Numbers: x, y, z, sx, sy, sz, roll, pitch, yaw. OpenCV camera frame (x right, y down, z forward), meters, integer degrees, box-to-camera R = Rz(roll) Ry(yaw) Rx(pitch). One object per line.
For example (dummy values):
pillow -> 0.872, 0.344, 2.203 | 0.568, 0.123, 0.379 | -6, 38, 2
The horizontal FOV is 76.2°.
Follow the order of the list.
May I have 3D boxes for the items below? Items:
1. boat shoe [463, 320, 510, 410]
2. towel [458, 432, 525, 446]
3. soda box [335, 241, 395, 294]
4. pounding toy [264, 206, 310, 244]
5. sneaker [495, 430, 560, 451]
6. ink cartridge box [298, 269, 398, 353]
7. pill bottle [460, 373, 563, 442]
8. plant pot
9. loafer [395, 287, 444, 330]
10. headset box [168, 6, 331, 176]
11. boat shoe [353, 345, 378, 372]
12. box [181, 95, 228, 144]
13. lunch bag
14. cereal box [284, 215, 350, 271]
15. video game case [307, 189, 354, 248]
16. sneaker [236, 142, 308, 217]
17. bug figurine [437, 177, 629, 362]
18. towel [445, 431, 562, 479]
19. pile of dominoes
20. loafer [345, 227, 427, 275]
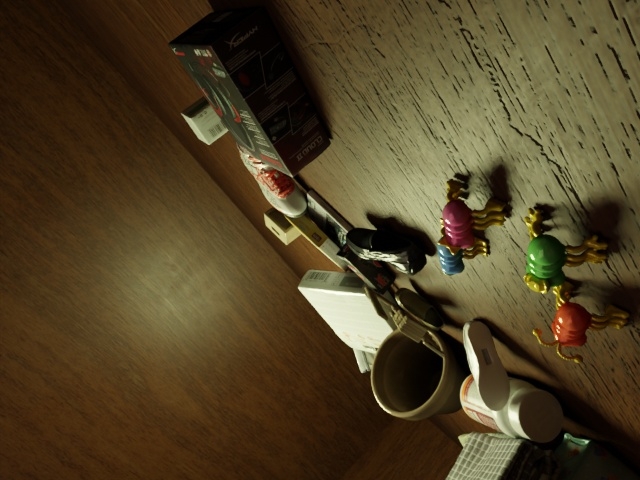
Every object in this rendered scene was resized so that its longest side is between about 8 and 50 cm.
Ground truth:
boat shoe -> 0.340, 0.259, 0.858 | 0.063, 0.066, 0.184 | 37, -147, -83
towel -> 0.529, 0.619, 1.029 | 0.312, 0.056, 0.324 | 42, 157, 12
soda box -> 0.123, 0.072, 1.100 | 0.169, 0.060, 0.053 | 43, 171, -24
pounding toy -> -0.112, -0.075, 1.373 | 0.141, 0.130, 0.100 | 42, 156, 23
sneaker -> 0.543, 0.525, 1.069 | 0.276, 0.098, 0.135 | 51, 168, -11
ink cartridge box -> 0.142, 0.259, 1.408 | 0.308, 0.091, 0.385 | -1, 136, 45
pill bottle -> 0.418, 0.367, 0.912 | 0.121, 0.121, 0.221 | 47, 166, 1
plant pot -> 0.319, 0.406, 1.206 | 0.229, 0.263, 0.263 | 31, 179, -33
loafer -> 0.255, 0.170, 1.026 | 0.148, 0.056, 0.050 | 36, 168, 1
headset box -> -0.121, -0.261, 0.767 | 0.218, 0.110, 0.293 | 34, 163, 47
boat shoe -> 0.184, 0.332, 1.650 | 0.136, 0.157, 0.367 | 67, -174, -72
box -> -0.343, -0.367, 1.237 | 0.087, 0.101, 0.102 | 35, 162, 46
lunch bag -> 0.528, 0.561, 0.796 | 0.223, 0.262, 0.160 | 41, 167, 17
cereal box -> 0.000, 0.000, 1.276 | 0.173, 0.047, 0.240 | 42, 179, 31
video game case -> 0.030, -0.048, 1.176 | 0.173, 0.022, 0.190 | 45, 168, 13
sneaker -> -0.135, -0.183, 1.110 | 0.270, 0.090, 0.145 | 52, 171, 8
bug figurine -> 0.243, 0.033, 0.544 | 0.279, 0.072, 0.216 | 36, 164, 44
towel -> 0.340, 0.533, 0.839 | 0.121, 0.283, 0.235 | 37, 157, 14
pile of dominoes -> 0.222, 0.194, 1.073 | 0.196, 0.040, 0.251 | 32, -172, -7
loafer -> 0.130, 0.005, 0.870 | 0.223, 0.076, 0.078 | 24, 150, 52
